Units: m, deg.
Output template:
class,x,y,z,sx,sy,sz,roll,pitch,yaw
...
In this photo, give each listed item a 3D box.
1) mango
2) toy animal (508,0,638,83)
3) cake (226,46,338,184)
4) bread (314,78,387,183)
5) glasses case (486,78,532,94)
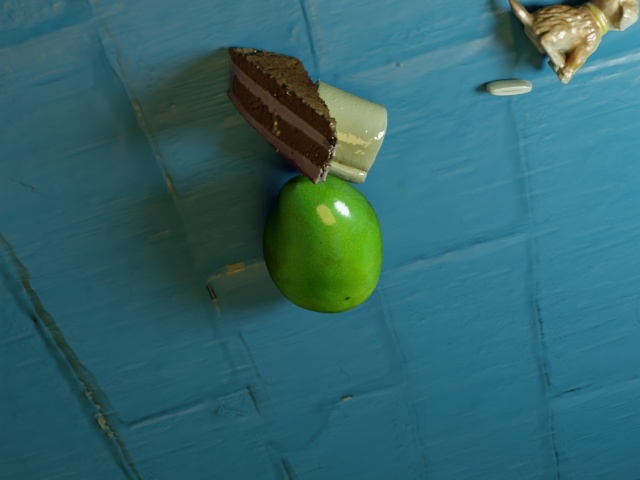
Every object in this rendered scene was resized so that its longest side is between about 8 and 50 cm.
class,x,y,z,sx,sy,sz,roll,pitch,yaw
mango,0.000,0.000,1.548,0.201,0.225,0.382,-48,157,-18
toy animal,0.437,-0.393,1.466,0.185,0.104,0.184,-35,118,19
cake,-0.045,-0.211,1.397,0.113,0.295,0.115,-9,132,-30
bread,0.026,-0.188,1.500,0.141,0.134,0.148,18,109,-18
glasses case,0.342,-0.278,1.565,0.083,0.032,0.021,-6,129,-8
